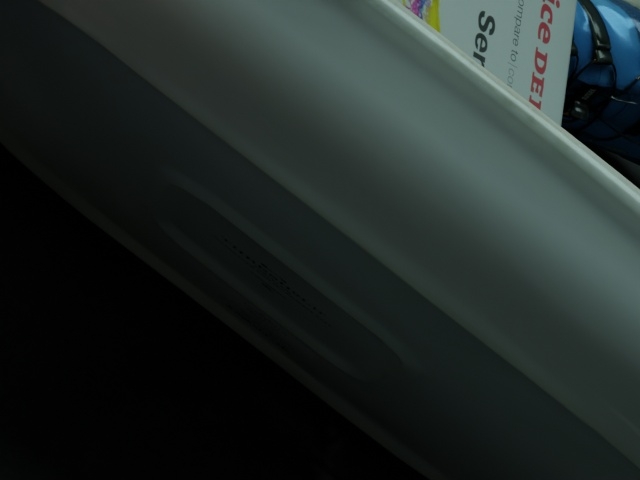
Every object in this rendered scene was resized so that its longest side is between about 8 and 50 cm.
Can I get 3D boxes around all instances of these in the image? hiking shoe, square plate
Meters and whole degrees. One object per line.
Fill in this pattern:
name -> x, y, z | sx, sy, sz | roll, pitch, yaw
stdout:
hiking shoe -> 0.107, -0.099, 0.964 | 0.304, 0.113, 0.132 | 29, 47, -5
square plate -> 0.000, 0.000, 0.586 | 0.347, 0.049, 0.344 | 38, -13, -2

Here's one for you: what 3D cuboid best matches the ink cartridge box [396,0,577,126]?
ink cartridge box -> 0.014, -0.109, 0.781 | 0.212, 0.093, 0.154 | 25, 68, -41
